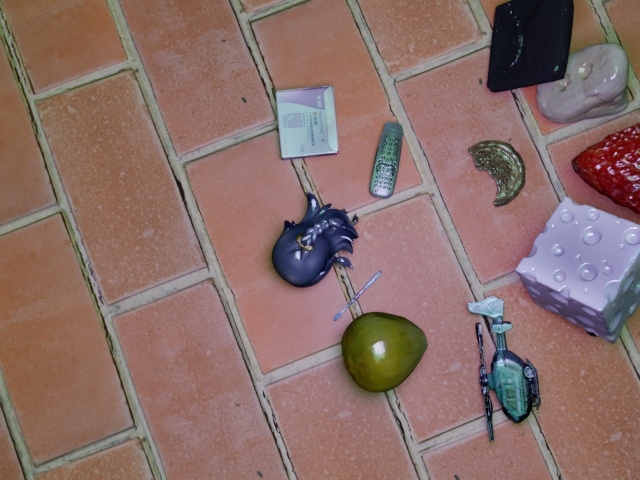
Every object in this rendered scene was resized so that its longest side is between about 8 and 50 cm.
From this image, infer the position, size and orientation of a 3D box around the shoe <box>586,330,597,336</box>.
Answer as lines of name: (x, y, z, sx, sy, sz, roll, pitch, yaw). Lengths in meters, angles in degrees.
shoe: (0.784, 0.172, 1.767, 0.077, 0.074, 0.195, 13, 80, -3)

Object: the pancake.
pancake: (0.498, -0.200, 1.842, 0.190, 0.020, 0.184, 28, 84, 4)

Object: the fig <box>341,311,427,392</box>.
fig: (0.162, 0.280, 1.695, 0.207, 0.207, 0.230, 46, 56, 6)

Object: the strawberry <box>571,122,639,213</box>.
strawberry: (0.874, -0.181, 1.720, 0.309, 0.291, 0.292, -30, 83, 22)

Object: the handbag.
handbag: (0.588, -0.558, 1.805, 0.088, 0.244, 0.276, 11, 82, -43)

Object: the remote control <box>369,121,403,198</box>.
remote control: (0.191, -0.229, 1.836, 0.072, 0.042, 0.222, 11, 84, 2)

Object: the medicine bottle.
medicine bottle: (-0.039, -0.338, 1.848, 0.171, 0.052, 0.201, -5, 84, -1)

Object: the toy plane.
toy plane: (0.497, 0.339, 1.734, 0.155, 0.106, 0.382, -7, 87, 11)

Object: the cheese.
cheese: (0.726, -0.436, 1.780, 0.247, 0.251, 0.174, -12, 81, 14)

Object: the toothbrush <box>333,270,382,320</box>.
toothbrush: (0.105, 0.154, 1.797, 0.013, 0.019, 0.193, 44, 83, 6)

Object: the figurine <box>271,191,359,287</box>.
figurine: (-0.015, 0.004, 1.750, 0.175, 0.197, 0.265, 27, 85, 40)

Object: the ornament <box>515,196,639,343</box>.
ornament: (0.688, 0.076, 1.649, 0.239, 0.239, 0.240, 30, 82, 41)
